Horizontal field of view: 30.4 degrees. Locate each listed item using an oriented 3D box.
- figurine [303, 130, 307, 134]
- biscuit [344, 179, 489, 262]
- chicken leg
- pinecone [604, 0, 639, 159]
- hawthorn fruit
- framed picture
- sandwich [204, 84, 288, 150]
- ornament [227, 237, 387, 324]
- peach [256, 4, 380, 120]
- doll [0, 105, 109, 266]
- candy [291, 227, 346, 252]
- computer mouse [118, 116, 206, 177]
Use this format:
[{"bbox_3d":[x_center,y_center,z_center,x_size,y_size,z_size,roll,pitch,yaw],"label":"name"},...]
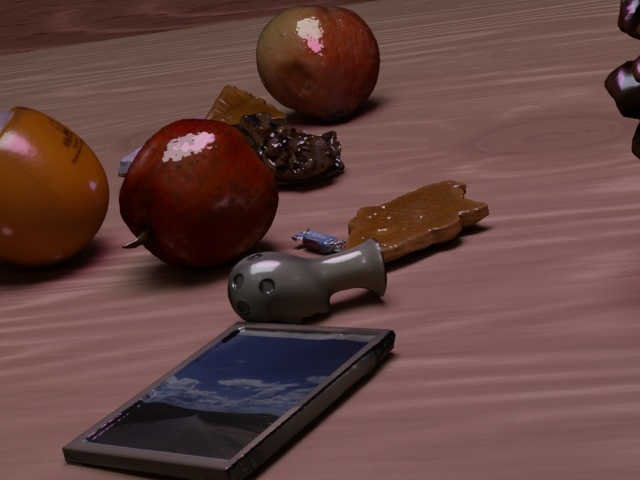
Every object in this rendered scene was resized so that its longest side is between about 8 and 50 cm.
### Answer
[{"bbox_3d":[-0.044,-0.138,1.772,0.083,0.051,0.047,-2,26,23],"label":"figurine"},{"bbox_3d":[0.102,-0.017,1.365,0.162,0.035,0.250,-2,19,37],"label":"biscuit"},{"bbox_3d":[-0.055,-0.131,1.689,0.196,0.080,0.125,18,36,37],"label":"chicken leg"},{"bbox_3d":[0.477,-0.156,1.057,0.397,0.398,0.398,-9,19,3],"label":"pinecone"},{"bbox_3d":[-0.153,-0.043,1.378,0.179,0.179,0.200,7,42,41],"label":"hawthorn fruit"},{"bbox_3d":[-0.073,0.136,1.034,0.189,0.023,0.260,0,21,35],"label":"framed picture"},{"bbox_3d":[-0.124,-0.154,1.788,0.113,0.079,0.163,24,33,-2],"label":"sandwich"},{"bbox_3d":[-0.016,0.044,1.195,0.156,0.081,0.075,-11,-15,-11],"label":"ornament"},{"bbox_3d":[0.000,-0.294,2.025,0.232,0.233,0.232,-9,19,3],"label":"peach"},{"bbox_3d":[-0.387,-0.042,1.505,0.236,0.213,0.213,-50,10,17],"label":"doll"},{"bbox_3d":[0.000,0.000,1.386,0.083,0.020,0.030,15,39,44],"label":"candy"},{"bbox_3d":[-0.222,-0.138,1.852,0.125,0.056,0.245,0,23,21],"label":"computer mouse"}]
